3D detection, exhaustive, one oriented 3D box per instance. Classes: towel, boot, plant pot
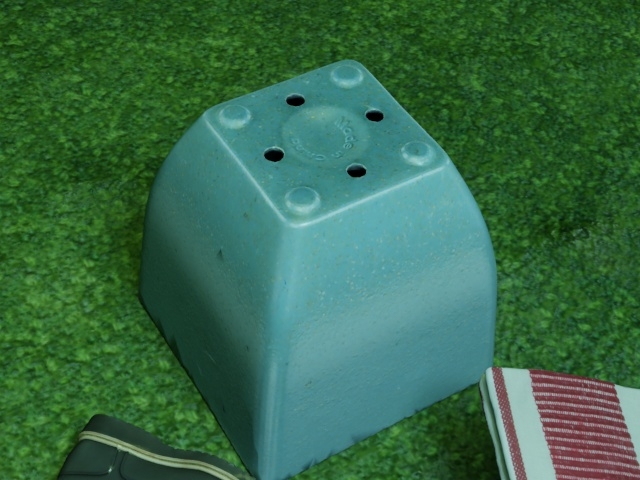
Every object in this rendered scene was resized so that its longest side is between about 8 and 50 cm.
[{"bbox_3d":[0.279,0.217,0.864,0.329,0.037,0.237,12,44,-21],"label":"towel"},{"bbox_3d":[-0.130,0.229,0.886,0.198,0.077,0.137,14,52,26],"label":"boot"},{"bbox_3d":[0.000,0.000,0.971,0.247,0.252,0.248,-23,54,-23],"label":"plant pot"}]
